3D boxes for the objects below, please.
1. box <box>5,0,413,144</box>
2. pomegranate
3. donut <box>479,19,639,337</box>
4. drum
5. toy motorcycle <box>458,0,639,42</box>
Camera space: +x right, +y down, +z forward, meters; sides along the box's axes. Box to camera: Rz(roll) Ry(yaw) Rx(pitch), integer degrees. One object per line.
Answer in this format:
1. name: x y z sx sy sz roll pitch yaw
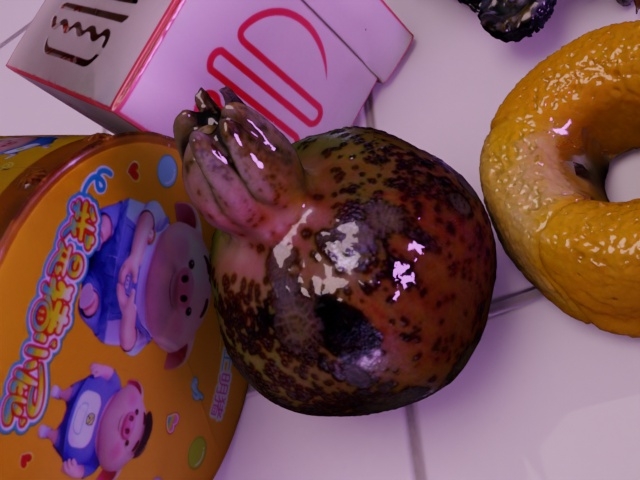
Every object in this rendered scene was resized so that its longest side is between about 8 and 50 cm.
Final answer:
1. box: -0.138 -0.239 0.942 0.314 0.312 0.300 26 85 44
2. pomegranate: 0.000 0.000 0.683 0.285 0.341 0.285 -23 46 26
3. donut: 0.273 -0.069 0.663 0.303 0.110 0.302 -21 51 29
4. drum: -0.256 0.100 0.758 0.214 0.431 0.431 4 69 25
5. toy motorcycle: 0.232 -0.318 0.824 0.207 0.134 0.401 -48 45 15
